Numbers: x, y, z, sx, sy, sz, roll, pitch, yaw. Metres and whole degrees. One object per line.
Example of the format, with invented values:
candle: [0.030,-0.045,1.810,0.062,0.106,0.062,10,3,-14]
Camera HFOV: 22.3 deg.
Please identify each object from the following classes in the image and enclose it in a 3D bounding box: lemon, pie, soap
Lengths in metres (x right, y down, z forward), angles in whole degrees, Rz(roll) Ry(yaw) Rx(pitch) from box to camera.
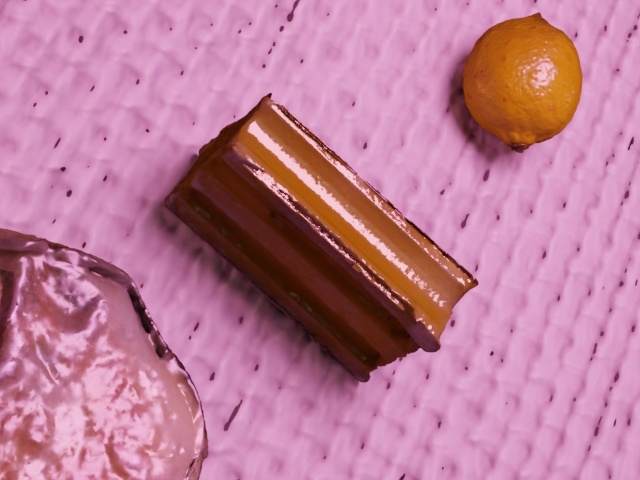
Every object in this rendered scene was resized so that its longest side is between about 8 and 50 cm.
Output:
lemon: [0.184,-0.143,1.474,0.109,0.109,0.133,17,74,-26]
pie: [-0.227,0.140,1.147,0.337,0.075,0.337,13,66,-33]
soap: [-0.001,0.001,1.294,0.233,0.135,0.076,44,57,-10]
